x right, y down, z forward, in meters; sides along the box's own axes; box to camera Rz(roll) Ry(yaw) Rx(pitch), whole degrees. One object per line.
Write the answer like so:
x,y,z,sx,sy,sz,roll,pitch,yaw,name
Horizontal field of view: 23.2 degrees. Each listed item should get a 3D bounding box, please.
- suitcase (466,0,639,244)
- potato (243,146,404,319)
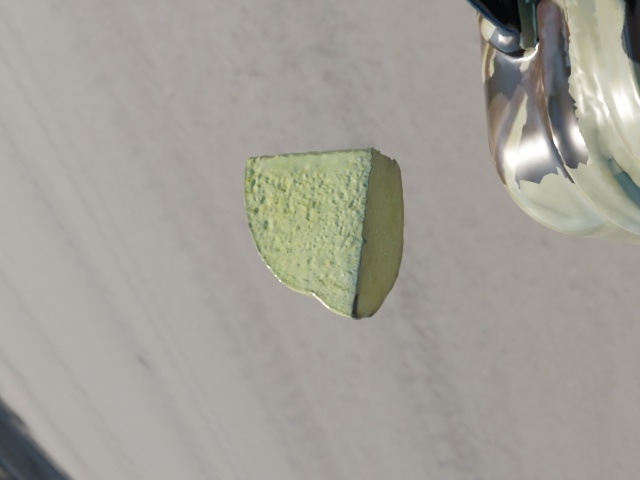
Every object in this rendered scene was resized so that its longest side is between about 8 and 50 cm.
0.174,-0.164,0.633,0.339,0.351,0.194,8,163,-37,suitcase
0.000,0.000,1.317,0.120,0.149,0.081,-1,164,26,potato
